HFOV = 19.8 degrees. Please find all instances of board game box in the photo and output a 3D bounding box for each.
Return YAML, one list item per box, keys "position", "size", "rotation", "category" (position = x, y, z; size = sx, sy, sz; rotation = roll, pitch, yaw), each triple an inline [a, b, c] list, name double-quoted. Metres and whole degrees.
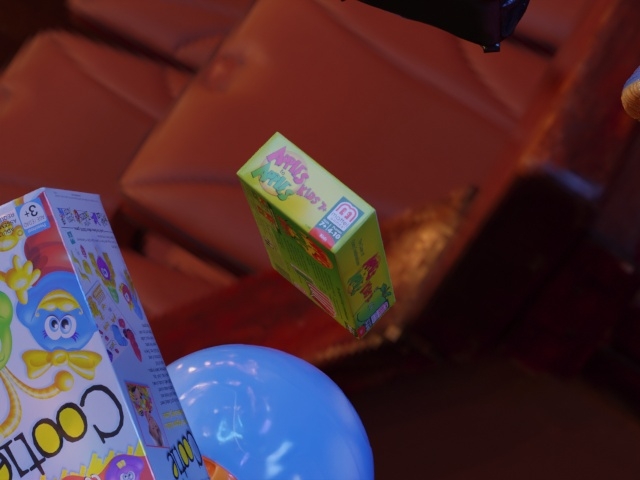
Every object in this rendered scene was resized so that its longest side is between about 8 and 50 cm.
- position: [0.000, 0.000, 1.312]
  size: [0.043, 0.092, 0.181]
  rotation: [-47, -19, -12]
  category: "board game box"
- position: [-0.221, 0.111, 1.546]
  size: [0.142, 0.275, 0.144]
  rotation: [-23, -6, 11]
  category: "board game box"

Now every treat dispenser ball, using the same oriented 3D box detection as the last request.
- position: [-0.086, 0.255, 1.958]
  size: [0.288, 0.288, 0.288]
  rotation: [-57, 1, 1]
  category: "treat dispenser ball"

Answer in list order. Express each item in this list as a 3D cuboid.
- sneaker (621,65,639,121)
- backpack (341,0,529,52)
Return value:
- position: [0.393, -0.190, 1.633]
  size: [0.296, 0.112, 0.131]
  rotation: [-25, 48, 47]
  category: "sneaker"
- position: [0.103, -0.249, 1.360]
  size: [0.173, 0.158, 0.117]
  rotation: [-61, -18, -20]
  category: "backpack"
